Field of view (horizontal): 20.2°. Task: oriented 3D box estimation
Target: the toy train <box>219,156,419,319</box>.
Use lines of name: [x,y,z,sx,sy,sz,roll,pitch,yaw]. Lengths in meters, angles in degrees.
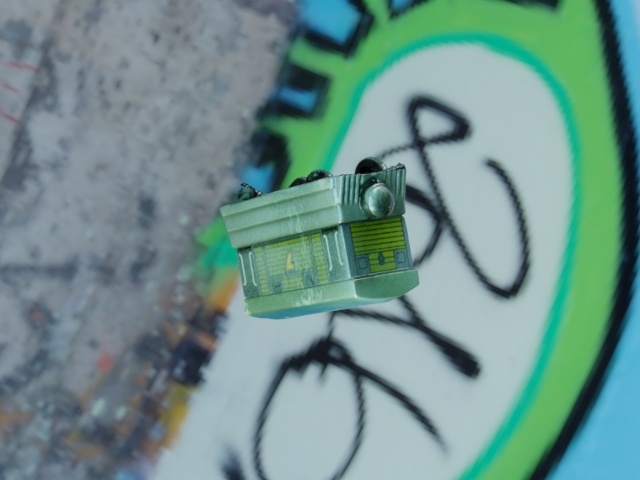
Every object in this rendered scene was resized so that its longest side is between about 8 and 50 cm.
toy train: [0.000,0.000,0.701,0.038,0.093,0.056,-10,89,-36]
